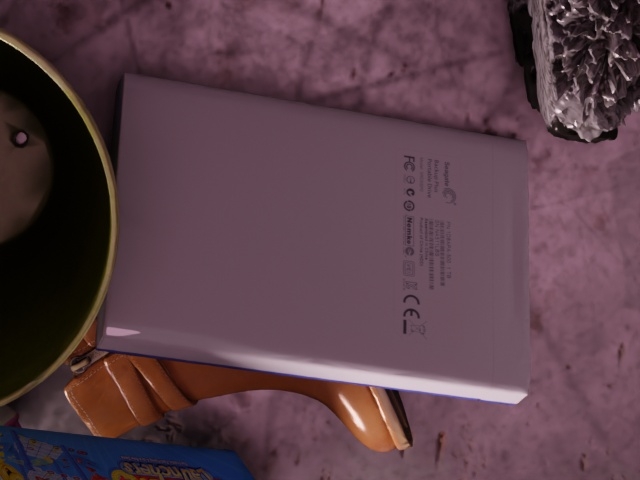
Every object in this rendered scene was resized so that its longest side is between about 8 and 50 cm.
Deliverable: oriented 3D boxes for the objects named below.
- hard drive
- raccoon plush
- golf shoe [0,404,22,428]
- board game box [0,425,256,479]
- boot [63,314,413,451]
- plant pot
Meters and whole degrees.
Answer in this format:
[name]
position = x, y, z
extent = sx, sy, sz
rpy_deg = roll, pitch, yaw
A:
[hard drive]
position = 0.000, 0.000, 1.476
extent = 0.319, 0.040, 0.210
rpy_deg = 9, 66, -15
[raccoon plush]
position = 0.289, -0.221, 1.367
extent = 0.299, 0.446, 0.216
rpy_deg = -9, 66, -1
[golf shoe]
position = -0.367, 0.193, 1.488
extent = 0.140, 0.306, 0.115
rpy_deg = 44, 138, 7
[board game box]
position = -0.226, 0.280, 1.453
extent = 0.302, 0.086, 0.308
rpy_deg = 13, 119, -47
[boot]
position = -0.082, 0.095, 1.533
extent = 0.220, 0.109, 0.283
rpy_deg = -37, 96, 3
[plant pot]
position = -0.270, -0.039, 1.414
extent = 0.275, 0.293, 0.274
rpy_deg = 0, 100, -2
